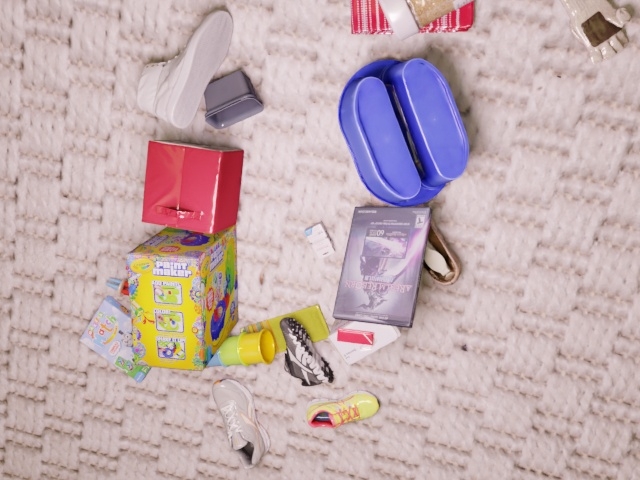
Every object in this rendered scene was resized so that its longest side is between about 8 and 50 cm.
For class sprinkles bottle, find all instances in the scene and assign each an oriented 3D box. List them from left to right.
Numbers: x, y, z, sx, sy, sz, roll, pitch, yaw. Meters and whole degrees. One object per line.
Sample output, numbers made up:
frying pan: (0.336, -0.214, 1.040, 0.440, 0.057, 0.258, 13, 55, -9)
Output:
sprinkles bottle: (0.295, -0.551, 1.291, 0.355, 0.121, 0.121, -25, 101, 16)

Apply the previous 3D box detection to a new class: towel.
towel: (-0.096, 0.250, 1.682, 0.237, 0.021, 0.102, -19, 103, 14)
towel: (0.201, -0.561, 1.385, 0.274, 0.031, 0.199, 1, 106, 10)

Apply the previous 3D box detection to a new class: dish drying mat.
dish drying mat: (0.079, 0.220, 1.425, 0.083, 0.008, 0.032, 5, 105, 10)

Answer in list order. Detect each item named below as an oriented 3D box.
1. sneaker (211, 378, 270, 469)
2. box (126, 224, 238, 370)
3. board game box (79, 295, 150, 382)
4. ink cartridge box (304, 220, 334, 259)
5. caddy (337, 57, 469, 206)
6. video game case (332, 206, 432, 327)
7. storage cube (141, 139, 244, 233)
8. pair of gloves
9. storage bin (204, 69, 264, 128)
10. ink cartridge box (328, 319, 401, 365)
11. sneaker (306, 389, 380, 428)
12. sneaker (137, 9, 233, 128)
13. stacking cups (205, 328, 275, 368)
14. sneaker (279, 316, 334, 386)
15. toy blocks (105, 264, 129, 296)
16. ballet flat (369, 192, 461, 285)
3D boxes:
sneaker: (-0.225, 0.508, 1.727, 0.099, 0.121, 0.263, -26, 100, 15)
box: (-0.328, 0.125, 1.543, 0.176, 0.290, 0.280, 3, 108, 9)
board game box: (-0.550, 0.279, 1.760, 0.211, 0.039, 0.160, 36, 109, -1)
ink cartridge box: (0.000, 0.000, 1.586, 0.048, 0.028, 0.083, -25, 100, 16)
caddy: (0.183, -0.243, 1.409, 0.241, 0.179, 0.342, -23, 97, -7)
video game case: (0.140, 0.053, 1.423, 0.195, 0.026, 0.275, 2, 71, 33)
storage cube: (-0.303, -0.135, 1.509, 0.183, 0.215, 0.193, 9, 101, 8)
pair of gloves: (0.641, -0.512, 1.317, 0.240, 0.042, 0.204, -27, 100, 15)
storage bin: (-0.212, -0.339, 1.498, 0.135, 0.098, 0.091, -20, 74, 15)
ink cartridge box: (0.118, 0.195, 1.526, 0.154, 0.212, 0.093, -33, 98, 18)
sneaker: (0.058, 0.467, 1.680, 0.208, 0.094, 0.082, -15, 102, 12)
sneaker: (-0.333, -0.422, 1.477, 0.169, 0.108, 0.293, 24, 85, 30)
stacking cups: (-0.283, 0.300, 1.676, 0.315, 0.096, 0.096, -9, 105, 18)
sneaker: (-0.061, 0.304, 1.640, 0.106, 0.078, 0.234, -25, 117, 14)
toy blocks: (-0.503, 0.105, 1.692, 0.148, 0.054, 0.123, 17, 109, 5)
ballet flat: (0.233, -0.018, 1.500, 0.107, 0.106, 0.316, -41, 96, 18)
